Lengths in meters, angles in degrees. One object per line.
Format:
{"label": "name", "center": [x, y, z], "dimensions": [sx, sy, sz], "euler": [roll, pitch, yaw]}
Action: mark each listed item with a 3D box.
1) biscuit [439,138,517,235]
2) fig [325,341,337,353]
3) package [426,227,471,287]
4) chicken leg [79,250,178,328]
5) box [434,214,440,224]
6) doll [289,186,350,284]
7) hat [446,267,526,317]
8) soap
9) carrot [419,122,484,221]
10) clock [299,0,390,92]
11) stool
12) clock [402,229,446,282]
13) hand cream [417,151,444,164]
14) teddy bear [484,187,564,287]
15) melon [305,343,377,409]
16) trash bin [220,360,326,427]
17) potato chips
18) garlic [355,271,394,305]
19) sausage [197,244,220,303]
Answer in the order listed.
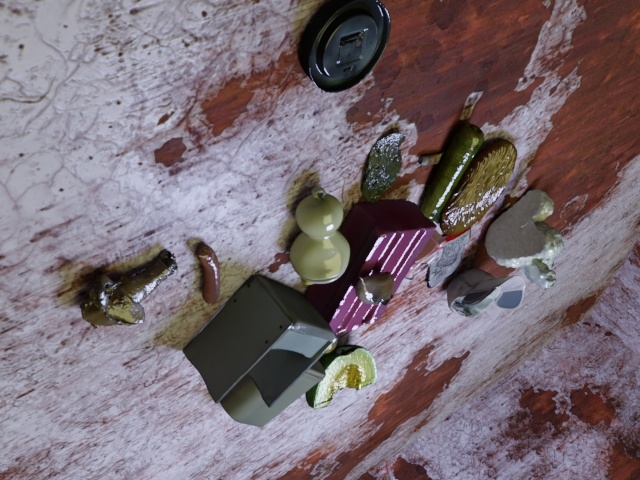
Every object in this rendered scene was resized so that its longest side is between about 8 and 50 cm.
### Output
{"label": "biscuit", "center": [0.452, -0.144, 1.926], "dimensions": [0.318, 0.040, 0.318], "euler": [-36, 151, -24]}
{"label": "fig", "center": [0.005, 0.279, 1.963], "dimensions": [0.093, 0.093, 0.166], "euler": [-43, 178, 1]}
{"label": "package", "center": [0.413, 0.048, 2.167], "dimensions": [0.154, 0.030, 0.239], "euler": [-28, 147, -22]}
{"label": "chicken leg", "center": [-0.356, 0.100, 1.283], "dimensions": [0.196, 0.080, 0.125], "euler": [-19, 130, -36]}
{"label": "box", "center": [0.360, -0.088, 1.938], "dimensions": [0.051, 0.023, 0.082], "euler": [-22, 145, -34]}
{"label": "doll", "center": [-0.001, -0.009, 1.538], "dimensions": [0.141, 0.117, 0.296], "euler": [-4, 129, -5]}
{"label": "hat", "center": [0.560, 0.166, 2.312], "dimensions": [0.232, 0.161, 0.275], "euler": [3, 160, -38]}
{"label": "soap", "center": [0.121, 0.074, 1.759], "dimensions": [0.233, 0.128, 0.359], "euler": [-5, 134, -44]}
{"label": "carrot", "center": [0.323, -0.151, 1.772], "dimensions": [0.074, 0.074, 0.358], "euler": [-16, 144, -38]}
{"label": "clock", "center": [0.043, -0.353, 1.205], "dimensions": [0.184, 0.040, 0.184], "euler": [-30, 147, -22]}
{"label": "stool", "center": [-0.139, 0.250, 1.638], "dimensions": [0.270, 0.170, 0.243], "euler": [-46, 149, 8]}
{"label": "clock", "center": [0.278, 0.039, 1.951], "dimensions": [0.166, 0.093, 0.162], "euler": [-37, 159, -10]}
{"label": "hand cream", "center": [0.279, -0.204, 1.697], "dimensions": [0.102, 0.022, 0.035], "euler": [-14, 134, -47]}
{"label": "teddy bear", "center": [0.746, -0.005, 2.228], "dimensions": [0.362, 0.327, 0.375], "euler": [5, 163, -24]}
{"label": "melon", "center": [0.048, 0.394, 2.109], "dimensions": [0.265, 0.129, 0.169], "euler": [-13, 117, -36]}
{"label": "trash bin", "center": [-0.132, 0.403, 1.897], "dimensions": [0.247, 0.121, 0.243], "euler": [-41, 151, 2]}
{"label": "potato chips", "center": [0.152, -0.170, 1.587], "dimensions": [0.142, 0.026, 0.209], "euler": [-12, 139, -45]}
{"label": "garlic", "center": [0.121, 0.117, 1.648], "dimensions": [0.152, 0.066, 0.084], "euler": [-4, 106, -46]}
{"label": "sausage", "center": [-0.235, 0.071, 1.421], "dimensions": [0.047, 0.040, 0.177], "euler": [-21, 144, -22]}
